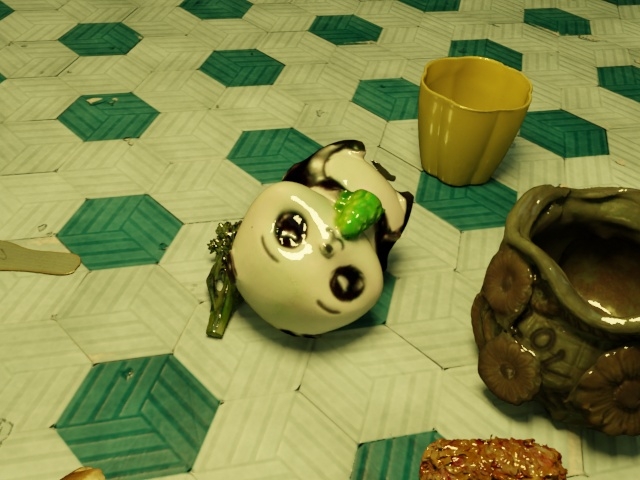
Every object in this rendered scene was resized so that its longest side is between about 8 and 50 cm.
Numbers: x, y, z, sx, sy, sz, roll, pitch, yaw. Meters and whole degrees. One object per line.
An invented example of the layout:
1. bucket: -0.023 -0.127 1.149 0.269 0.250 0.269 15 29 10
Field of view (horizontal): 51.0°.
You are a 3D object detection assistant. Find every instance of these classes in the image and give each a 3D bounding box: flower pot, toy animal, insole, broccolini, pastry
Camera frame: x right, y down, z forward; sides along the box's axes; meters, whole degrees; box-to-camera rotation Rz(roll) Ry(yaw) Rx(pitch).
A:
1. flower pot: 0.257 -0.204 1.186 0.195 0.179 0.195 3 43 -3
2. flower pot: 0.338 0.084 0.838 0.301 0.213 0.302 3 40 -3
3. toy animal: 0.006 -0.004 0.912 0.212 0.213 0.267 17 39 14
4. insole: -0.446 0.025 0.991 0.188 0.004 0.064 7 42 3
5. broccolini: -0.122 0.045 0.954 0.091 0.068 0.203 18 40 -14
6. pastry: 0.197 0.252 0.746 0.169 0.063 0.087 -1 39 -5

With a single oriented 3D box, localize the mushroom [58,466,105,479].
1. mushroom: -0.134 0.267 0.558 0.301 0.233 0.208 -33 91 -27
